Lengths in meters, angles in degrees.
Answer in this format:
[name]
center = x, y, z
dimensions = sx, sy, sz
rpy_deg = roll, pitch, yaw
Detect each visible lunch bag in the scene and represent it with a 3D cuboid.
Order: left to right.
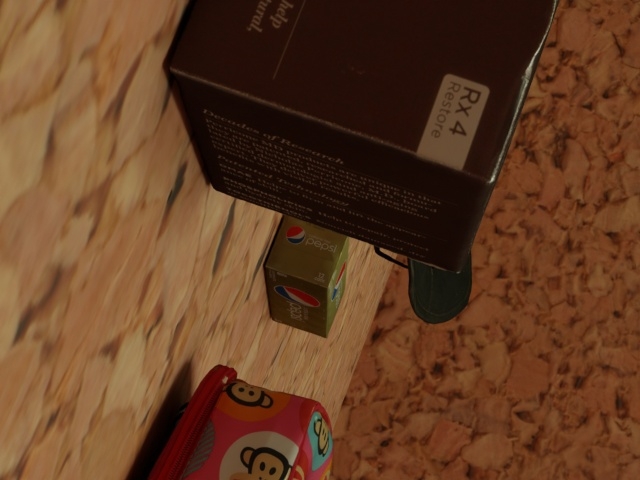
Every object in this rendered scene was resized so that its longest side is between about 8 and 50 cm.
[lunch bag]
center = -0.089, 0.261, 0.953
dimensions = 0.293, 0.120, 0.258
rpy_deg = 101, 11, -55

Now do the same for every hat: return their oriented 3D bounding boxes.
[hat]
center = 0.089, -0.061, 1.400
dimensions = 0.331, 0.133, 0.332
rpy_deg = 4, 90, -71

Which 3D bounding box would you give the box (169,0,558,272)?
[box]
center = 0.034, -0.103, 0.707
dimensions = 0.203, 0.167, 0.169
rpy_deg = 83, 27, -75

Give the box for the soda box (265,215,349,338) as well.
[soda box]
center = -0.011, 0.036, 1.196
dimensions = 0.181, 0.061, 0.058
rpy_deg = 89, 20, -72
